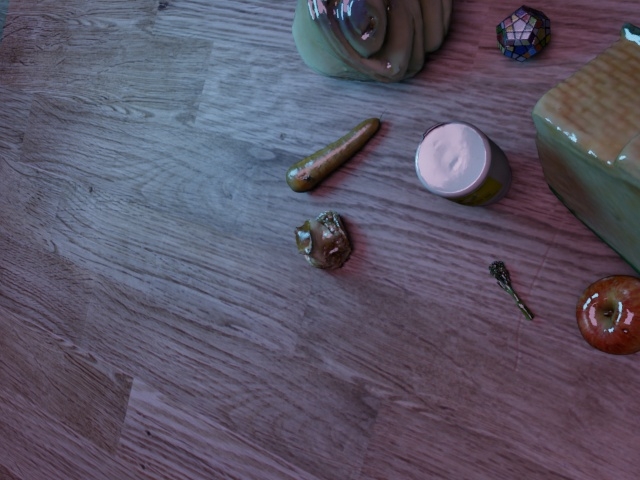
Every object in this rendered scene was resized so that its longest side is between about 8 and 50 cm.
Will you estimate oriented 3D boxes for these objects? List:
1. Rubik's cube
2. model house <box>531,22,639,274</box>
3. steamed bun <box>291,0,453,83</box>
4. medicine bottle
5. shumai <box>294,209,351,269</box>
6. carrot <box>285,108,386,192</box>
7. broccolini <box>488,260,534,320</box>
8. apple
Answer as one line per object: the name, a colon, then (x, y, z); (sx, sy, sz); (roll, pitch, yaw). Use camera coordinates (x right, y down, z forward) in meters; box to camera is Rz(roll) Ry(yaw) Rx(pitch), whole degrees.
Rubik's cube: (0.414, -0.422, 1.198); (0.111, 0.093, 0.111); (-3, 85, 30)
model house: (0.610, -0.159, 0.971); (0.342, 0.334, 0.382); (-38, 52, 2)
steamed bun: (0.103, -0.512, 1.250); (0.352, 0.247, 0.339); (7, 106, 16)
medicine bottle: (0.291, -0.141, 1.156); (0.143, 0.258, 0.144); (-1, 88, 28)
shumai: (-0.003, 0.002, 1.389); (0.145, 0.116, 0.146); (-2, 86, 27)
carrot: (0.042, -0.215, 1.409); (0.298, 0.078, 0.078); (-35, 72, 18)
broccolini: (0.400, 0.102, 1.219); (0.035, 0.030, 0.140); (-31, 75, -14)
apple: (0.548, 0.134, 1.068); (0.146, 0.130, 0.147); (-8, 80, 48)
